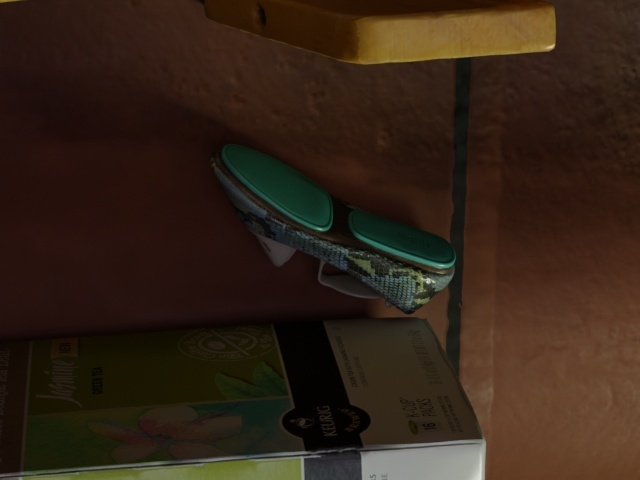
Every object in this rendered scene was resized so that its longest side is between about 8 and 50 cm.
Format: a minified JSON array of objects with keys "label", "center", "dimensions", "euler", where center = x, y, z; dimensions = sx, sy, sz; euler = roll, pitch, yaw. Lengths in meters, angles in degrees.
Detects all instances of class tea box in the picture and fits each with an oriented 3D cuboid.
[{"label":"tea box","center":[-0.068,0.245,1.241],"dimensions":[0.323,0.220,0.329],"euler":[-3,110,-7]}]

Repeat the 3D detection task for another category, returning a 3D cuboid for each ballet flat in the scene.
[{"label":"ballet flat","center":[0.000,0.000,1.275],"dimensions":[0.188,0.070,0.070],"euler":[26,101,-11]}]

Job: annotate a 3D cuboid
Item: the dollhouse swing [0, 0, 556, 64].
[{"label":"dollhouse swing","center":[-0.069,-0.280,1.074],"dimensions":[0.305,0.315,0.347],"euler":[-11,109,-27]}]
